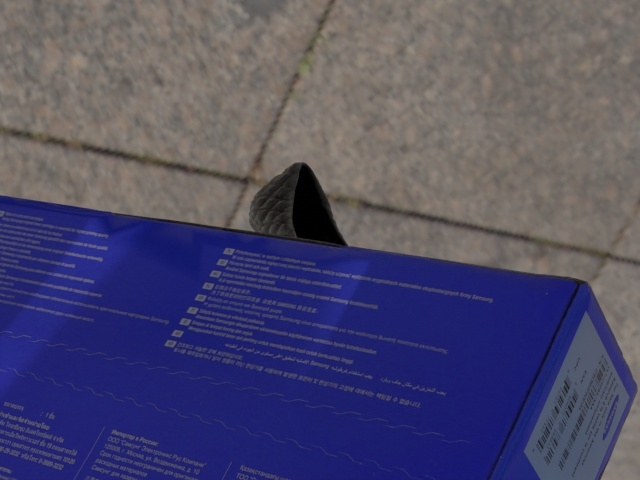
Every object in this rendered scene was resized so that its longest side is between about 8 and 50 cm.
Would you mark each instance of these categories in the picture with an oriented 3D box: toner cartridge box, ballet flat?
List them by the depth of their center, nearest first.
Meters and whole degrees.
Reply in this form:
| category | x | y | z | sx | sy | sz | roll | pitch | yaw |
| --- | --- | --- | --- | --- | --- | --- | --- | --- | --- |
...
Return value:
| category | x | y | z | sx | sy | sz | roll | pitch | yaw |
| --- | --- | --- | --- | --- | --- | --- | --- | --- | --- |
| toner cartridge box | -0.063 | 0.078 | 0.603 | 0.165 | 0.347 | 0.075 | -59 | 138 | -27 |
| ballet flat | 0.000 | 0.000 | 0.858 | 0.057 | 0.173 | 0.049 | 23 | 103 | -31 |
